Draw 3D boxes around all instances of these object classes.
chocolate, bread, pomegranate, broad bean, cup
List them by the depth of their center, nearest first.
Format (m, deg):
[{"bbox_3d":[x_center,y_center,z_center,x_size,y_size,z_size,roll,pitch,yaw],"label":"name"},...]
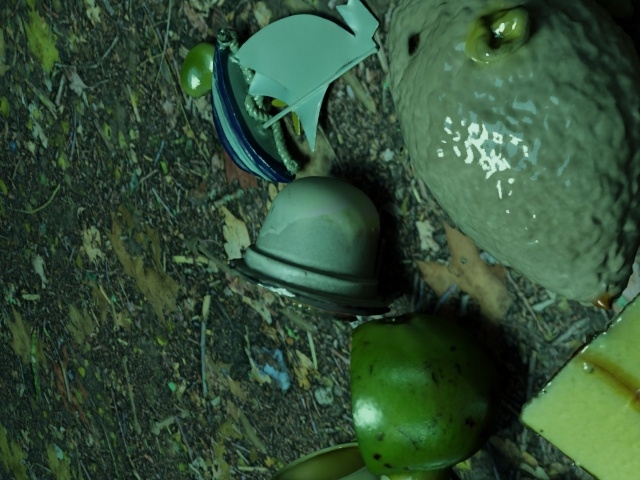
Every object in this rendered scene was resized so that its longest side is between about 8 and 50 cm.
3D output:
[{"bbox_3d":[0.314,0.164,0.815,0.240,0.135,0.178,-59,45,43],"label":"bread"},{"bbox_3d":[0.122,0.195,1.019,0.159,0.241,0.190,-7,141,14],"label":"pomegranate"},{"bbox_3d":[0.008,0.000,1.102,0.221,0.221,0.147,30,102,36],"label":"chocolate"},{"bbox_3d":[0.074,0.383,1.228,0.173,0.255,0.202,-78,-30,-86],"label":"cup"},{"bbox_3d":[-0.161,-0.236,1.259,0.063,0.045,0.083,49,129,19],"label":"broad bean"}]

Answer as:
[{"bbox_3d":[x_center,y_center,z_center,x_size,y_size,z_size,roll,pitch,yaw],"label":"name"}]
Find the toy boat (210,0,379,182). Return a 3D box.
[{"bbox_3d":[-0.037,-0.200,1.127,0.291,0.067,0.221,-30,84,47],"label":"toy boat"}]

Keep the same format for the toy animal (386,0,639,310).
[{"bbox_3d":[0.186,-0.106,0.823,0.358,0.188,0.226,60,145,8],"label":"toy animal"}]
